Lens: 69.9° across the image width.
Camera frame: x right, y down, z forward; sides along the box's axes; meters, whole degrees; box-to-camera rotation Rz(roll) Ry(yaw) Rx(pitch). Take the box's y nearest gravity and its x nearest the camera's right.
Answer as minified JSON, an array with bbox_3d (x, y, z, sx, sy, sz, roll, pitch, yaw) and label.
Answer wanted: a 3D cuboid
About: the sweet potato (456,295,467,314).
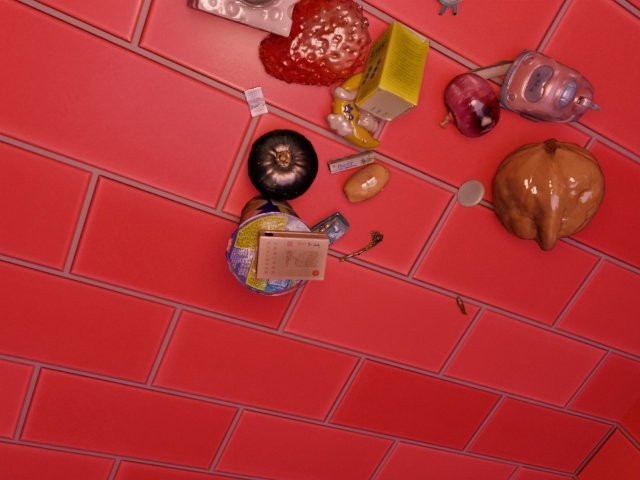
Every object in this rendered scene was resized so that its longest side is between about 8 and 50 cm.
[{"bbox_3d":[0.602,0.283,1.949,0.026,0.026,0.115,-27,118,2],"label":"sweet potato"}]

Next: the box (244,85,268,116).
[{"bbox_3d":[-0.204,-0.441,1.454,0.054,0.024,0.083,-18,116,-4],"label":"box"}]

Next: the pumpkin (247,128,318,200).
[{"bbox_3d":[-0.120,-0.239,1.464,0.234,0.163,0.232,2,81,-12],"label":"pumpkin"}]

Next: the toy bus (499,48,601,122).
[{"bbox_3d":[0.753,-0.486,1.495,0.295,0.232,0.197,9,113,-34],"label":"toy bus"}]

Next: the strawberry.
[{"bbox_3d":[-0.013,-0.580,1.362,0.337,0.149,0.264,-21,118,0],"label":"strawberry"}]

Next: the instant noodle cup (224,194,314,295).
[{"bbox_3d":[-0.163,-0.016,1.494,0.285,0.312,0.283,-4,115,-9],"label":"instant noodle cup"}]

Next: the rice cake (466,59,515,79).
[{"bbox_3d":[0.594,-0.574,1.551,0.207,0.036,0.047,-16,128,-5],"label":"rice cake"}]

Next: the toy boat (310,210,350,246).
[{"bbox_3d":[0.000,0.000,1.656,0.238,0.098,0.109,-40,112,8],"label":"toy boat"}]

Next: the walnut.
[{"bbox_3d":[0.793,-0.169,1.628,0.385,0.383,0.382,-4,115,-10],"label":"walnut"}]

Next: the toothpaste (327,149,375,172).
[{"bbox_3d":[0.107,-0.274,1.582,0.164,0.046,0.034,-15,120,-5],"label":"toothpaste"}]

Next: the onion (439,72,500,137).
[{"bbox_3d":[0.502,-0.438,1.504,0.201,0.200,0.207,-9,125,-8],"label":"onion"}]

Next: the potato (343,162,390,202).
[{"bbox_3d":[0.162,-0.200,1.586,0.178,0.118,0.109,-35,72,7],"label":"potato"}]

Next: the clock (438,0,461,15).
[{"bbox_3d":[0.401,-0.775,1.414,0.108,0.045,0.147,-7,116,-8],"label":"clock"}]

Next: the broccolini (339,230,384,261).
[{"bbox_3d":[0.161,0.034,1.737,0.194,0.054,0.052,-37,135,8],"label":"broccolini"}]

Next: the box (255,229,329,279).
[{"bbox_3d":[-0.084,0.043,1.330,0.202,0.058,0.140,2,113,-11],"label":"box"}]

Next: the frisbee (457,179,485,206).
[{"bbox_3d":[0.571,-0.179,1.737,0.110,0.014,0.110,-5,116,-10],"label":"frisbee"}]

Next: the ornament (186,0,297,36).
[{"bbox_3d":[-0.196,-0.697,1.198,0.239,0.239,0.239,7,113,-26],"label":"ornament"}]

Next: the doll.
[{"bbox_3d":[0.147,-0.425,1.482,0.252,0.111,0.237,21,92,-16],"label":"doll"}]

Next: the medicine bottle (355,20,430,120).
[{"bbox_3d":[0.219,-0.507,1.389,0.141,0.137,0.249,20,73,-19],"label":"medicine bottle"}]
